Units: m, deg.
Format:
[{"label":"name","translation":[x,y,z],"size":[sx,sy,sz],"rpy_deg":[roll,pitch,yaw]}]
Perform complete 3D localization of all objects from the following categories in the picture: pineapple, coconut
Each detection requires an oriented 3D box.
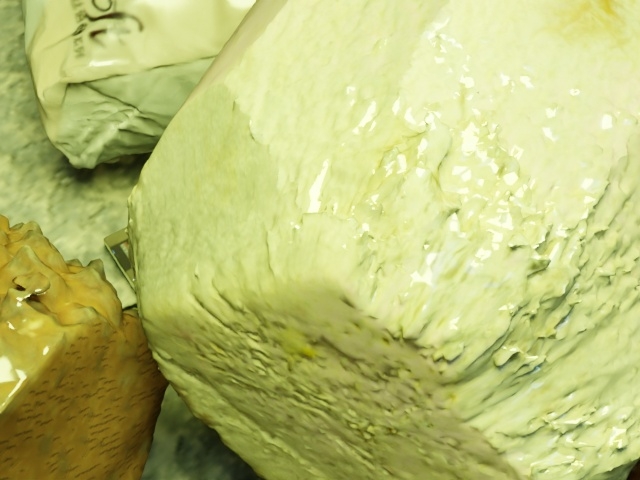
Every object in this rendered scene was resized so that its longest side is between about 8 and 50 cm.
[{"label":"pineapple","translation":[-0.269,0.039,0.915],"size":[0.357,0.223,0.223],"rpy_deg":[34,62,26]},{"label":"coconut","translation":[0.077,-0.028,0.845],"size":[0.297,0.297,0.309],"rpy_deg":[30,59,3]}]

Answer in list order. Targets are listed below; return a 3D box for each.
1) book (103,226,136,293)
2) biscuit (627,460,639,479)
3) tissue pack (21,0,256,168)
[{"label":"book","translation":[-0.024,0.011,1.065],"size":[0.199,0.016,0.138],"rpy_deg":[-28,74,-21]},{"label":"biscuit","translation":[0.247,0.294,0.906],"size":[0.343,0.166,0.395],"rpy_deg":[14,62,-3]},{"label":"tissue pack","translation":[-0.035,-0.242,1.063],"size":[0.390,0.195,0.375],"rpy_deg":[-12,68,-7]}]
